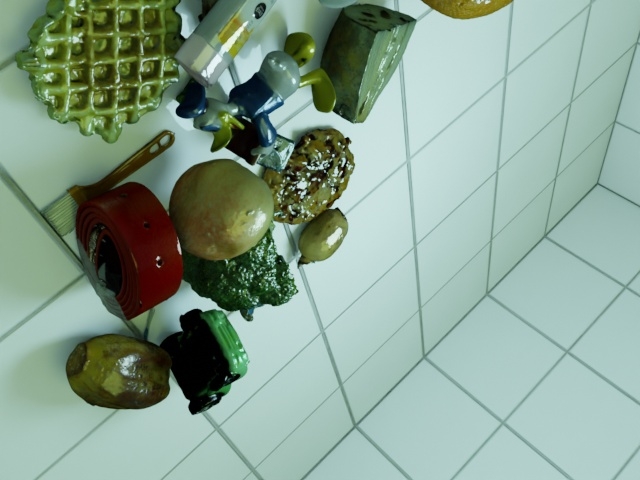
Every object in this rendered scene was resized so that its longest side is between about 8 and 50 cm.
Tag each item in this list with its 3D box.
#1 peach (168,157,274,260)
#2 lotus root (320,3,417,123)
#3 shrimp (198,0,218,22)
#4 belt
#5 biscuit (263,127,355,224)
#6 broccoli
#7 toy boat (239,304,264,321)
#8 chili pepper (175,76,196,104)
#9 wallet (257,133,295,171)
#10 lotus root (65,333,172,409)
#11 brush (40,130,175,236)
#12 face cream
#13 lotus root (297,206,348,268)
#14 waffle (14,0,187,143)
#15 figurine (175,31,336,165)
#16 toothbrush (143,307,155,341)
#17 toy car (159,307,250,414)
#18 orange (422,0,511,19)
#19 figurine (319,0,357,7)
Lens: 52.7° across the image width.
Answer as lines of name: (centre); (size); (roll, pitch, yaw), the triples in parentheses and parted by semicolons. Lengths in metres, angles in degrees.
peach: (-0.217, -0.059, 1.336); (0.232, 0.232, 0.233); (-33, 144, -28)
lotus root: (0.092, -0.425, 1.570); (0.267, 0.149, 0.260); (-40, 156, -53)
shrimp: (-0.172, -0.511, 1.214); (0.154, 0.062, 0.294); (-20, 135, -50)
belt: (-0.392, 0.036, 1.318); (0.115, 0.227, 0.324); (-31, 153, -36)
biscuit: (-0.021, -0.163, 1.749); (0.334, 0.081, 0.289); (-9, 130, -50)
broccoli: (-0.194, 0.030, 1.577); (0.321, 0.303, 0.284); (86, 20, -51)
toy boat: (-0.164, 0.161, 1.894); (0.185, 0.077, 0.075); (-37, 147, -23)
chili pepper: (-0.257, -0.327, 1.314); (0.055, 0.035, 0.118); (-33, 152, -57)
wallet: (-0.128, -0.220, 1.560); (0.129, 0.026, 0.088); (19, 107, -34)
lotus root: (-0.492, 0.318, 1.559); (0.193, 0.193, 0.291); (-52, 151, 1)
brush: (-0.421, -0.130, 1.324); (0.314, 0.017, 0.090); (-41, 150, -17)
face cream: (-0.159, -0.412, 1.196); (0.269, 0.073, 0.107); (-52, 154, -2)
lotus root: (0.000, 0.000, 1.911); (0.221, 0.118, 0.125); (-53, 133, 1)
waffle: (-0.367, -0.333, 1.131); (0.317, 0.073, 0.297); (-52, 148, -5)
figurine: (-0.167, -0.286, 1.366); (0.338, 0.205, 0.284); (-18, 151, -41)
toothbrush: (-0.447, 0.236, 1.669); (0.017, 0.014, 0.162); (-35, 149, -60)
toy car: (-0.292, 0.311, 1.698); (0.176, 0.213, 0.359); (-18, 159, -41)
orange: (0.361, -0.691, 1.468); (0.357, 0.322, 0.322); (-54, 149, -8)
figurine: (0.016, -0.548, 1.247); (0.176, 0.236, 0.133); (-39, 146, -18)
